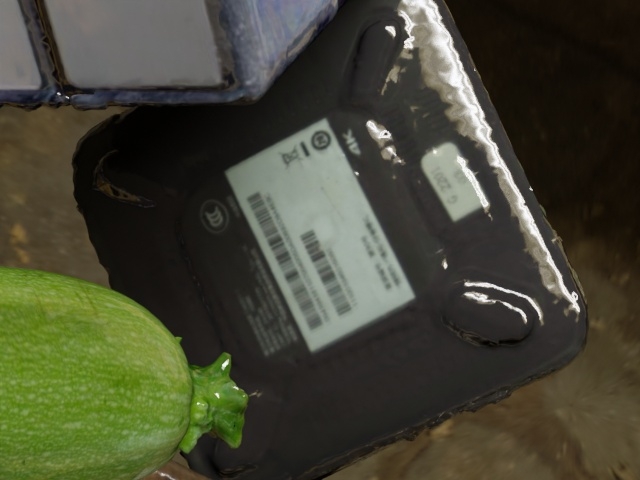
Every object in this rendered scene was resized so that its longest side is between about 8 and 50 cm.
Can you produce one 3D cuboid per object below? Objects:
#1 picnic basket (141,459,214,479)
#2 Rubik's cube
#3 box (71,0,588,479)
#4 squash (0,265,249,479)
[{"bbox_3d":[-0.175,0.285,1.341,0.337,0.337,0.293,26,106,10],"label":"picnic basket"},{"bbox_3d":[-0.151,-0.296,1.275,0.316,0.318,0.313,0,121,24],"label":"Rubik's cube"},{"bbox_3d":[0.000,0.000,1.416,0.350,0.091,0.359,-27,79,11],"label":"box"},{"bbox_3d":[-0.185,0.055,0.655,0.107,0.395,0.107,-7,80,48],"label":"squash"}]
